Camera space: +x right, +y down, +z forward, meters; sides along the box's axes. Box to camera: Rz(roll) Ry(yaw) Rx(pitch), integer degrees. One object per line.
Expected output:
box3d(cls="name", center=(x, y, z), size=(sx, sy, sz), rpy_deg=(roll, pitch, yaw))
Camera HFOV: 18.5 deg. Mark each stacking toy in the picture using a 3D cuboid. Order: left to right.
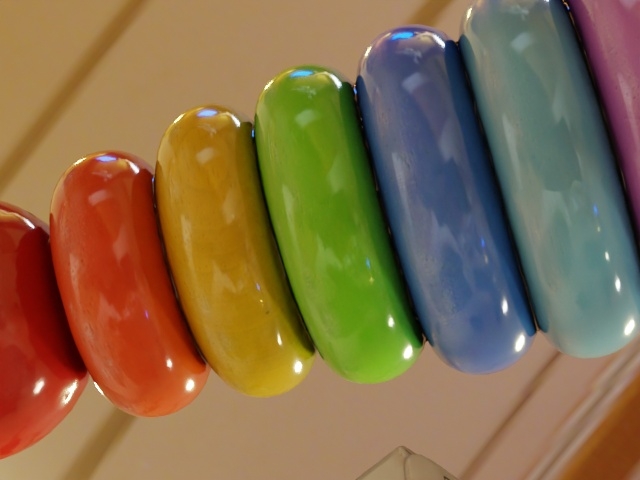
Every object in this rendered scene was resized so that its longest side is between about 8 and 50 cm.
box3d(cls="stacking toy", center=(0.000, 0.000, 0.638), size=(0.330, 0.141, 0.141), rpy_deg=(-16, -128, 6))

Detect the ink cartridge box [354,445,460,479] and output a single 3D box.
box3d(cls="ink cartridge box", center=(-0.009, 0.158, 0.517), size=(0.175, 0.072, 0.127), rpy_deg=(-40, -149, 26))
